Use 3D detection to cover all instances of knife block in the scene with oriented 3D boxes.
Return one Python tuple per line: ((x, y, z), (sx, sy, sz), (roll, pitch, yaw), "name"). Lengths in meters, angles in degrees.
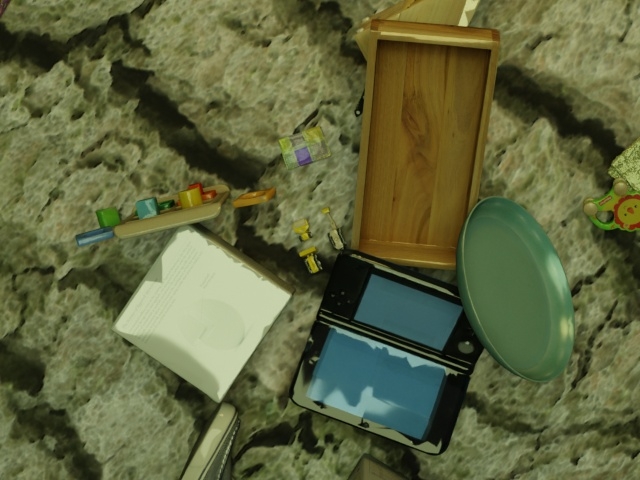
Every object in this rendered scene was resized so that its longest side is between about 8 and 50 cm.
((0.173, -0.282, 1.800), (0.276, 0.088, 0.242), (-24, 112, 23), "knife block")

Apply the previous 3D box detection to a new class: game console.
((0.124, 0.190, 1.813), (0.293, 0.173, 0.250), (20, 136, 2), "game console")

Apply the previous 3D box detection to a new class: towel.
((-0.028, -0.164, 1.901), (0.083, 0.009, 0.060), (-17, 91, 3), "towel")
((0.584, -0.137, 1.865), (0.148, 0.027, 0.110), (-44, 88, 4), "towel")

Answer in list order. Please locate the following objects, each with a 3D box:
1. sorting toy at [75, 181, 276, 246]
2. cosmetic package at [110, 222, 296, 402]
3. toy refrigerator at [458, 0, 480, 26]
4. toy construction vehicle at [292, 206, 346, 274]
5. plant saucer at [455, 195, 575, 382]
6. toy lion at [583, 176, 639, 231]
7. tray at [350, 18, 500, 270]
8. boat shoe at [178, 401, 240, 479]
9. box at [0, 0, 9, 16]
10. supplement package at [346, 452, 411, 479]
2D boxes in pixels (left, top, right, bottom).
((-0.249, -0.063, 1.820), (0.348, 0.196, 0.047), (-13, 103, 2), "sorting toy")
((-0.197, 0.117, 1.849), (0.225, 0.138, 0.224), (35, 92, 0), "cosmetic package")
((0.249, -0.479, 1.844), (0.102, 0.094, 0.269), (25, 94, -2), "toy refrigerator")
((0.000, 0.000, 1.894), (0.086, 0.035, 0.098), (-26, 87, 14), "toy construction vehicle")
((0.317, 0.082, 1.774), (0.044, 0.318, 0.317), (-21, 90, 39), "plant saucer")
((0.520, -0.053, 1.859), (0.100, 0.034, 0.096), (-36, 100, 21), "toy lion")
((0.167, -0.151, 1.774), (0.203, 0.076, 0.410), (6, 118, 3), "tray")
((-0.177, 0.457, 1.873), (0.158, 0.127, 0.340), (24, 100, -5), "boat shoe")
((-0.678, -0.419, 1.902), (0.201, 0.057, 0.293), (32, 92, 2), "box")
((0.105, 0.508, 1.779), (0.198, 0.263, 0.199), (31, 92, 1), "supplement package")
